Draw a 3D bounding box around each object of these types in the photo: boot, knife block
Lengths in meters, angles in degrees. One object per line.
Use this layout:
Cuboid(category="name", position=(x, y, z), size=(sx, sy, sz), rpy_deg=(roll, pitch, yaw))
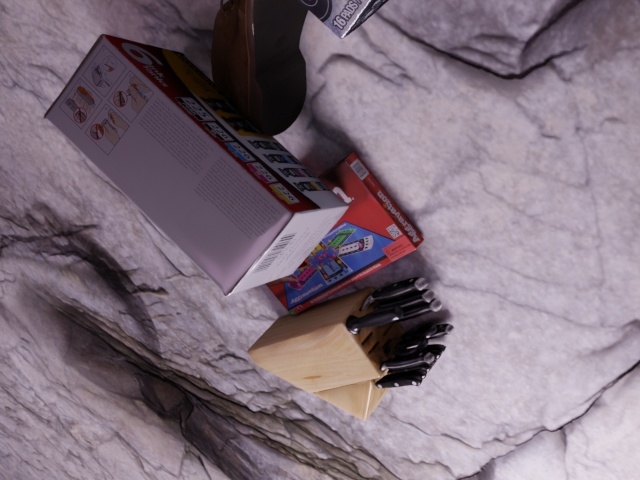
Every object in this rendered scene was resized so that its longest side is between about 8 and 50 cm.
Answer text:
Cuboid(category="boot", position=(-0.077, -0.265, 1.078), size=(0.115, 0.112, 0.305), rpy_deg=(36, 141, 25))
Cuboid(category="knife block", position=(0.038, 0.118, 1.298), size=(0.276, 0.088, 0.242), rpy_deg=(25, 134, 21))

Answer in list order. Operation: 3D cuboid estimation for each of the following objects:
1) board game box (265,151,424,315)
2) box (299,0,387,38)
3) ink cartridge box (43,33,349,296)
Cuboid(category="board game box", position=(0.000, 0.000, 1.279), size=(0.145, 0.027, 0.281), rpy_deg=(51, 138, -6))
Cuboid(category="box", position=(0.062, -0.337, 0.859), size=(0.142, 0.163, 0.247), rpy_deg=(42, 138, 0))
Cuboid(category="ink cartridge box", position=(-0.131, -0.096, 1.171), size=(0.309, 0.272, 0.130), rpy_deg=(43, 106, 10))
